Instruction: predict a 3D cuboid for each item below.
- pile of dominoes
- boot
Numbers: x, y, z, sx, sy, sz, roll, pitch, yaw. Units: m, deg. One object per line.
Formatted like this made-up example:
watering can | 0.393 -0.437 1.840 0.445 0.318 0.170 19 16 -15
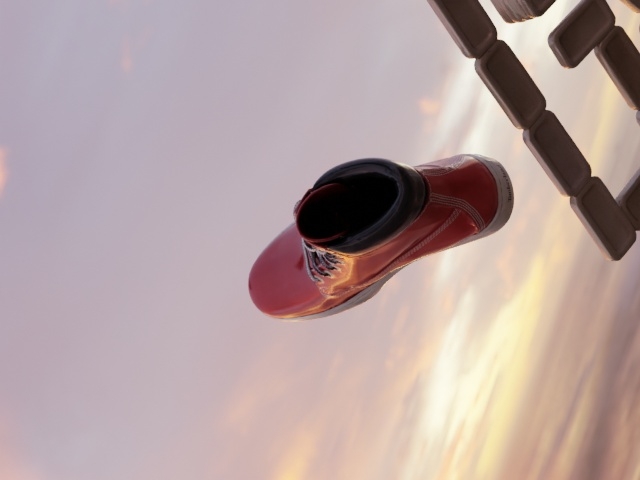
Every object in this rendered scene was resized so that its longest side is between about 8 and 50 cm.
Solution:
pile of dominoes | 0.177 -0.140 0.913 0.196 0.251 0.040 -47 22 -25
boot | 0.000 0.000 0.987 0.176 0.244 0.088 -5 -108 -52
